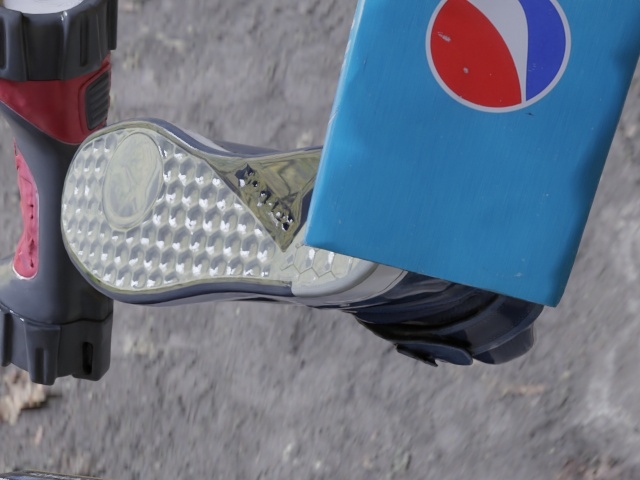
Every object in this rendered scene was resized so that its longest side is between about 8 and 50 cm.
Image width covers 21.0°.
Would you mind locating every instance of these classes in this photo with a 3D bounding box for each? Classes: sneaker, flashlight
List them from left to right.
[{"bbox_3d":[-0.190,-0.043,1.151,0.103,0.304,0.103,-5,40,-17],"label":"flashlight"},{"bbox_3d":[0.000,0.002,0.778,0.163,0.226,0.086,13,88,-45],"label":"sneaker"}]

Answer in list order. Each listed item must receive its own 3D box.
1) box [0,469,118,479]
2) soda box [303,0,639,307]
[{"bbox_3d":[-0.076,0.289,1.085,0.322,0.079,0.257,4,88,20],"label":"box"},{"bbox_3d":[0.055,-0.095,0.432,0.071,0.210,0.067,14,24,0],"label":"soda box"}]
